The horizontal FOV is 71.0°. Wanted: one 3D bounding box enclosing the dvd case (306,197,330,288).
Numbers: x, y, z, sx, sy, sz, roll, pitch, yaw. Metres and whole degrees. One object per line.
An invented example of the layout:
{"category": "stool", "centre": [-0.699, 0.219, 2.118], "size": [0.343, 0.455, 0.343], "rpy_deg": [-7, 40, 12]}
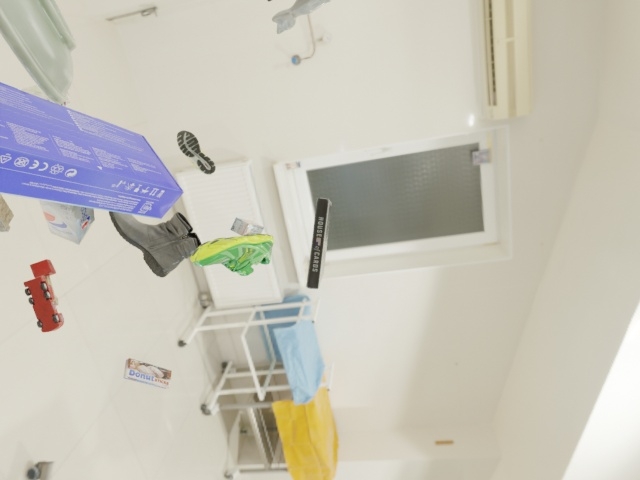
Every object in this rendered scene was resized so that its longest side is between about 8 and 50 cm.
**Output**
{"category": "dvd case", "centre": [0.000, 0.000, 0.986], "size": [0.238, 0.029, 0.179], "rpy_deg": [-43, 140, -85]}

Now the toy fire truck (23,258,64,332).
{"category": "toy fire truck", "centre": [-0.721, 0.144, 1.182], "size": [0.135, 0.047, 0.192], "rpy_deg": [160, -91, -75]}

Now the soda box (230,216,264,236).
{"category": "soda box", "centre": [-0.296, -0.049, 1.831], "size": [0.058, 0.063, 0.183], "rpy_deg": [-64, 168, 2]}

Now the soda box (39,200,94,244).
{"category": "soda box", "centre": [-0.698, -0.089, 1.245], "size": [0.286, 0.091, 0.098], "rpy_deg": [-40, -153, 59]}

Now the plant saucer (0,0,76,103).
{"category": "plant saucer", "centre": [-0.612, -0.495, 0.935], "size": [0.400, 0.100, 0.400], "rpy_deg": [57, -13, 22]}

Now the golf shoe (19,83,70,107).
{"category": "golf shoe", "centre": [-0.725, -0.359, 1.176], "size": [0.306, 0.140, 0.115], "rpy_deg": [33, -27, 43]}

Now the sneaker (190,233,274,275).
{"category": "sneaker", "centre": [-0.242, 0.048, 1.325], "size": [0.295, 0.109, 0.124], "rpy_deg": [-9, 97, -50]}

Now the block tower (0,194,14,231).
{"category": "block tower", "centre": [-1.363, -0.179, 1.814], "size": [0.335, 0.091, 0.097], "rpy_deg": [98, -9, -47]}

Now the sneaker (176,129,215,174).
{"category": "sneaker", "centre": [-0.509, -0.346, 1.815], "size": [0.208, 0.081, 0.094], "rpy_deg": [56, -15, -9]}

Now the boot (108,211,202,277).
{"category": "boot", "centre": [-0.617, -0.046, 1.712], "size": [0.338, 0.222, 0.118], "rpy_deg": [51, 10, -12]}

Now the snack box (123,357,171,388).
{"category": "snack box", "centre": [-0.588, 0.457, 1.536], "size": [0.178, 0.022, 0.064], "rpy_deg": [38, 36, -44]}

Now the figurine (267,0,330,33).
{"category": "figurine", "centre": [-0.077, -0.755, 1.364], "size": [0.092, 0.209, 0.215], "rpy_deg": [45, -9, 18]}

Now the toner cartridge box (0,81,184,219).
{"category": "toner cartridge box", "centre": [-0.388, -0.133, 0.688], "size": [0.165, 0.075, 0.348], "rpy_deg": [49, 16, 21]}
